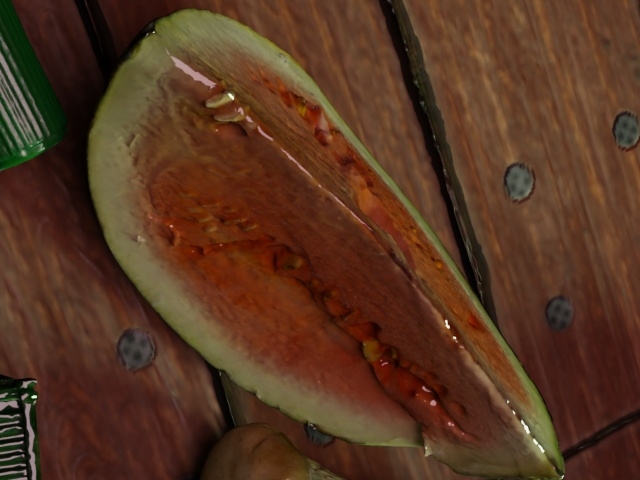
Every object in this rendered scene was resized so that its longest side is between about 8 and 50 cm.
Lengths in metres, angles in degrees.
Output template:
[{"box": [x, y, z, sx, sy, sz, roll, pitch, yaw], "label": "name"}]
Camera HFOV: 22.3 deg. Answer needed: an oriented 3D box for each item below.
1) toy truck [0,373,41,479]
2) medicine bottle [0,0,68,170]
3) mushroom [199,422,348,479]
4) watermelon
[{"box": [-0.188, 0.194, 0.739, 0.121, 0.088, 0.259, -5, 94, -28], "label": "toy truck"}, {"box": [-0.190, -0.154, 0.729, 0.095, 0.064, 0.260, -32, 108, -23], "label": "medicine bottle"}, {"box": [0.076, 0.215, 0.873, 0.351, 0.095, 0.123, 35, 51, -21], "label": "mushroom"}, {"box": [-0.022, 0.012, 0.798, 0.128, 0.159, 0.303, -37, 115, 10], "label": "watermelon"}]
